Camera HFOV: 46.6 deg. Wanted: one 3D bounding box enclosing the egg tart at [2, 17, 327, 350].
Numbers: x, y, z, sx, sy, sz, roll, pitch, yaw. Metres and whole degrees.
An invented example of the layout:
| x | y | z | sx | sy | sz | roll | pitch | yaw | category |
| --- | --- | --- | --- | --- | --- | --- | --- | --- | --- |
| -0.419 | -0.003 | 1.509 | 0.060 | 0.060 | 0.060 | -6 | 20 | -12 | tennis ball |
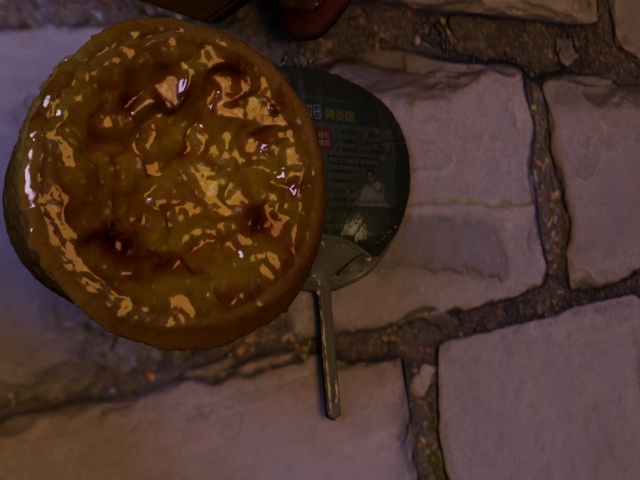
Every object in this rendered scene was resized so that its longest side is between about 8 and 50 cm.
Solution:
| x | y | z | sx | sy | sz | roll | pitch | yaw | category |
| --- | --- | --- | --- | --- | --- | --- | --- | --- | --- |
| -0.110 | -0.027 | 0.489 | 0.202 | 0.147 | 0.202 | 6 | 80 | -35 | egg tart |

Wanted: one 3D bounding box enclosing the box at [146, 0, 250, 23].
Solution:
| x | y | z | sx | sy | sz | roll | pitch | yaw | category |
| --- | --- | --- | --- | --- | --- | --- | --- | --- | --- |
| -0.133 | -0.231 | 0.491 | 0.237 | 0.152 | 0.070 | 11 | 77 | -36 | box |

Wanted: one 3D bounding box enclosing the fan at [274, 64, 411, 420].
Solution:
| x | y | z | sx | sy | sz | roll | pitch | yaw | category |
| --- | --- | --- | --- | --- | --- | --- | --- | --- | --- |
| -0.021 | -0.024 | 0.639 | 0.223 | 0.012 | 0.294 | 33 | 66 | -29 | fan |

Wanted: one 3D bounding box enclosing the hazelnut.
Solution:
| x | y | z | sx | sy | sz | roll | pitch | yaw | category |
| --- | --- | --- | --- | --- | --- | --- | --- | --- | --- |
| -0.009 | -0.215 | 0.635 | 0.086 | 0.086 | 0.086 | 5 | 82 | -36 | hazelnut |
